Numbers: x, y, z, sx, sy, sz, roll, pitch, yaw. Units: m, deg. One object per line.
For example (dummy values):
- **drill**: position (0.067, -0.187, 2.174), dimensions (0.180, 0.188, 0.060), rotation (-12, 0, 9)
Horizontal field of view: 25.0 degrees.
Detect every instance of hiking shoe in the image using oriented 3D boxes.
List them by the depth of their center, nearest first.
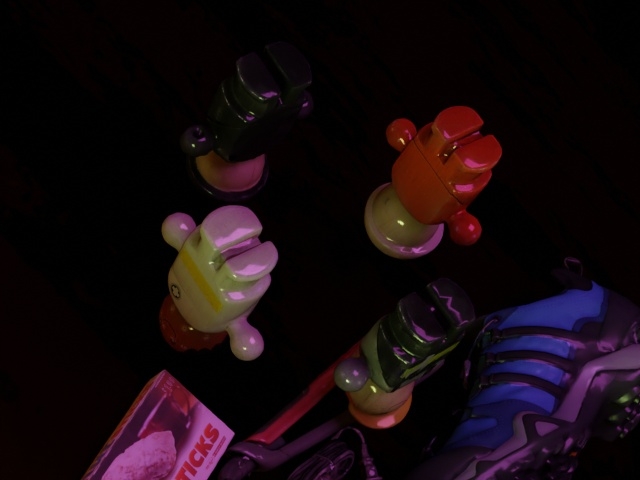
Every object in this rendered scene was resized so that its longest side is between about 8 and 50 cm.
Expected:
- **hiking shoe**: position (0.141, 0.124, 1.077), dimensions (0.132, 0.113, 0.304), rotation (38, 45, 26)

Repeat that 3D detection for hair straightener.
- **hair straightener**: position (0.015, 0.134, 0.979), dimensions (0.089, 0.047, 0.230), rotation (55, 44, -1)

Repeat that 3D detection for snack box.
- **snack box**: position (-0.116, 0.160, 0.868), dimensions (0.064, 0.022, 0.178), rotation (45, 45, -13)

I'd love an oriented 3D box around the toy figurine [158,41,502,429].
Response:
- **toy figurine**: position (0.000, 0.000, 0.953), dimensions (0.213, 0.148, 0.210), rotation (17, 58, -12)
